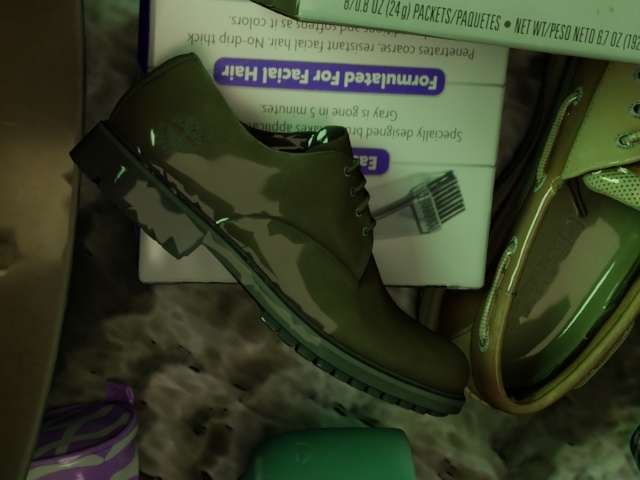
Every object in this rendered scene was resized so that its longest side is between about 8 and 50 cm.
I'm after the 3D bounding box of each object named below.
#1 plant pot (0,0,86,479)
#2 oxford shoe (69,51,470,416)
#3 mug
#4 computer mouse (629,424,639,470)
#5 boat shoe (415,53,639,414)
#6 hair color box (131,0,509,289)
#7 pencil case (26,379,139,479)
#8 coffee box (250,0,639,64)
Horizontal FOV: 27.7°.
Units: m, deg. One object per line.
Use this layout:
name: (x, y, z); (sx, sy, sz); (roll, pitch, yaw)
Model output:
plant pot: (-0.286, -0.020, 0.565); (0.305, 0.334, 0.334); (7, 105, 0)
oxford shoe: (0.000, 0.000, 0.611); (0.227, 0.083, 0.096); (41, 91, -20)
mug: (0.001, 0.182, 0.734); (0.097, 0.158, 0.129); (1, 130, -5)
computer mouse: (0.317, 0.149, 0.842); (0.242, 0.041, 0.071); (5, 106, -11)
boat shoe: (0.174, -0.040, 0.720); (0.122, 0.120, 0.324); (25, 100, -16)
hair color box: (0.002, -0.149, 0.666); (0.185, 0.110, 0.339); (2, 104, -12)
pencil case: (-0.126, 0.194, 0.755); (0.088, 0.086, 0.206); (-25, 115, -39)
coffee box: (0.126, -0.165, 0.569); (0.297, 0.119, 0.168); (6, 103, -16)
